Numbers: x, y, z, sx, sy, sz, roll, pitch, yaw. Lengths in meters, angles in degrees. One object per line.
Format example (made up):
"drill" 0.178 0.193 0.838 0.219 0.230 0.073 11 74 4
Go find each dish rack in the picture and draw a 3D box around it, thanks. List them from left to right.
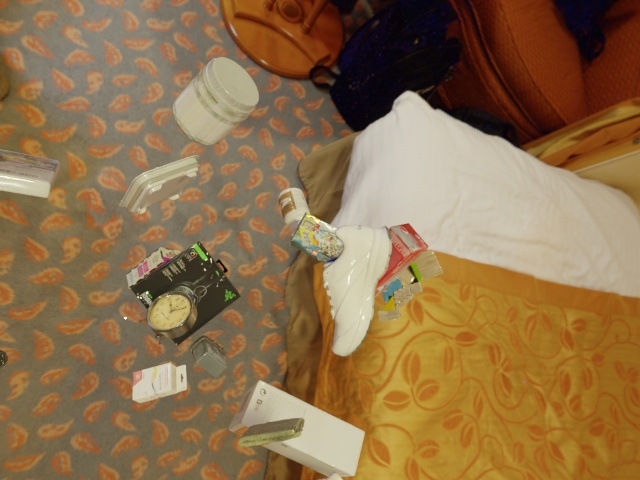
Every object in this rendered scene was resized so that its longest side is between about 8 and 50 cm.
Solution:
"dish rack" -0.631 -0.211 1.606 0.285 0.332 0.072 -33 93 -40

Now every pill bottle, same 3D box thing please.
"pill bottle" -0.120 -0.131 1.948 0.131 0.131 0.229 -3 57 -26

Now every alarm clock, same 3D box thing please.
"alarm clock" -0.400 0.197 1.133 0.129 0.064 0.192 34 64 29

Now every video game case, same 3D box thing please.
"video game case" -0.448 -0.099 0.499 0.201 0.183 0.023 8 104 -32

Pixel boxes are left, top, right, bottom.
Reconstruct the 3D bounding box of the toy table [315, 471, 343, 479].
"toy table" 0.077 0.511 0.655 0.274 0.161 0.252 34 47 15

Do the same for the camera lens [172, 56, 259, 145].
"camera lens" -0.388 -0.499 1.475 0.219 0.274 0.219 32 43 -36

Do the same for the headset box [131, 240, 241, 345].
"headset box" -0.451 0.170 1.388 0.283 0.131 0.246 -37 102 -19

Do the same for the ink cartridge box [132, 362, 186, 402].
"ink cartridge box" -0.658 0.578 1.647 0.198 0.067 0.115 -15 56 -4

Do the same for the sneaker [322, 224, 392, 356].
"sneaker" 0.060 0.102 0.855 0.129 0.111 0.297 12 99 0

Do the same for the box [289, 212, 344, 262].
"box" 0.000 0.000 1.762 0.233 0.044 0.159 28 91 -10

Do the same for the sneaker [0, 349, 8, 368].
"sneaker" -0.893 0.294 0.966 0.234 0.106 0.078 -5 94 -27

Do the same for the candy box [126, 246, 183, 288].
"candy box" -0.668 0.123 1.673 0.159 0.233 0.071 18 43 -58

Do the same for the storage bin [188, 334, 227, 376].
"storage bin" -0.392 0.417 1.440 0.098 0.091 0.135 -42 120 -4

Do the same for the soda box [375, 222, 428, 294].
"soda box" 0.150 0.074 1.037 0.092 0.263 0.083 -11 58 -48

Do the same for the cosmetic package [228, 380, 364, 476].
"cosmetic package" -0.092 0.719 1.516 0.453 0.230 0.162 28 52 -7

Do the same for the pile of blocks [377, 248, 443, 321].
"pile of blocks" 0.355 0.184 1.671 0.149 0.112 0.362 43 101 13

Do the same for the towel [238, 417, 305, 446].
"towel" -0.111 0.452 0.947 0.148 0.110 0.027 -11 80 4
